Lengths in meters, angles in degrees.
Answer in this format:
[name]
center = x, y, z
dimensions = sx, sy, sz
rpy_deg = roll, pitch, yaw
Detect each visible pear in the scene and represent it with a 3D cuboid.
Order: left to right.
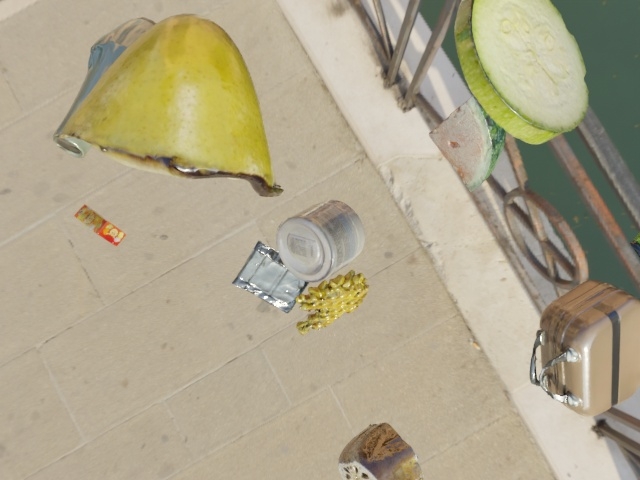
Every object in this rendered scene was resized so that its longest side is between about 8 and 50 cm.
[pear]
center = -0.156, -0.164, 0.572
dimensions = 0.267, 0.267, 0.178
rpy_deg = 12, 101, 1

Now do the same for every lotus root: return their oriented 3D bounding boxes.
[lotus root]
center = 0.092, 0.355, 0.775
dimensions = 0.081, 0.122, 0.112
rpy_deg = -29, 80, -36

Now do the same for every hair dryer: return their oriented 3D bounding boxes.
[hair dryer]
center = -0.252, -0.159, 0.722
dimensions = 0.229, 0.092, 0.267
rpy_deg = -52, 121, -36

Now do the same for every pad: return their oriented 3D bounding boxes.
[pad]
center = -0.154, 0.125, 1.662
dimensions = 0.233, 0.022, 0.174
rpy_deg = 31, 93, -23

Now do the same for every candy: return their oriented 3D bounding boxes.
[candy]
center = -0.504, -0.035, 1.140
dimensions = 0.122, 0.062, 0.038
rpy_deg = 27, 75, 37

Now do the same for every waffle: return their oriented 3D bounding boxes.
[waffle]
center = 0.042, 0.201, 1.588
dimensions = 0.260, 0.293, 0.069
rpy_deg = -23, 64, -12

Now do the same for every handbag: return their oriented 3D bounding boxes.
[handbag]
center = 0.615, 0.271, 1.180
dimensions = 0.283, 0.149, 0.301
rpy_deg = -20, 117, -14

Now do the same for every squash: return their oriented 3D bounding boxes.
[squash]
center = 0.253, -0.231, 0.630
dimensions = 0.219, 0.041, 0.219
rpy_deg = 8, 73, -29

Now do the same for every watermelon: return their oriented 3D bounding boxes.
[watermelon]
center = 0.362, -0.263, 1.197
dimensions = 0.176, 0.260, 0.256
rpy_deg = 21, 129, 27

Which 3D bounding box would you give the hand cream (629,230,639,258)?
[hand cream]
center = 0.506, -0.002, 0.777
dimensions = 0.122, 0.023, 0.036
rpy_deg = -28, 86, -44

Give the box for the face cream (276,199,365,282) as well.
[face cream]
center = 0.000, 0.000, 1.247
dimensions = 0.177, 0.153, 0.177
rpy_deg = 15, 117, 32
